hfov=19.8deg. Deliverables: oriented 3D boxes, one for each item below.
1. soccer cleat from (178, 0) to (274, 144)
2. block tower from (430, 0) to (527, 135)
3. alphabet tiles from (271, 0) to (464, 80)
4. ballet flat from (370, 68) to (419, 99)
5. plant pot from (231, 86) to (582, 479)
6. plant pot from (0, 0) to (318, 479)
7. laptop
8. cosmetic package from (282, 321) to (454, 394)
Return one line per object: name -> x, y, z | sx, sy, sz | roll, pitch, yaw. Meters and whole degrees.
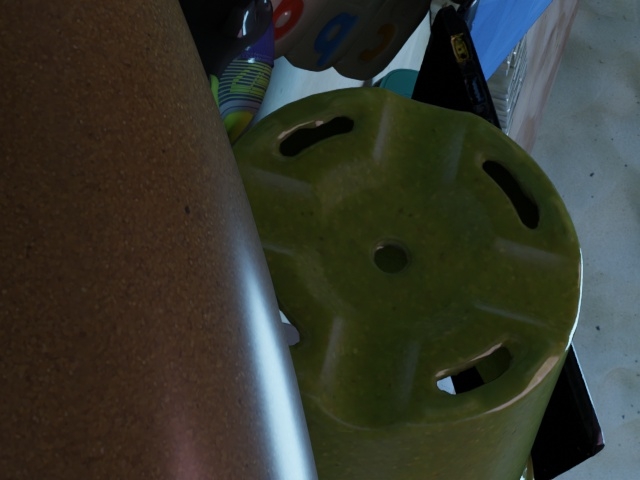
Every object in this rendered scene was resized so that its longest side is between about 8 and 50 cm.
soccer cleat -> -0.090, -0.038, 0.894 | 0.289, 0.093, 0.121 | -61, 165, -54
block tower -> 0.183, -0.227, 2.082 | 0.335, 0.091, 0.097 | 78, 29, -69
alphabet tiles -> 0.068, -0.211, 1.055 | 0.278, 0.021, 0.284 | -52, 156, 18
ballet flat -> 0.050, -0.019, 1.648 | 0.106, 0.108, 0.316 | 107, 6, -49
plant pot -> 0.012, 0.063, 0.932 | 0.254, 0.276, 0.276 | 112, 0, -57
plant pot -> -0.110, 0.030, 0.606 | 0.237, 0.237, 0.254 | -28, 117, -76
laptop -> 0.182, -0.066, 1.204 | 0.382, 0.236, 0.407 | 98, -24, -77
cosmetic package -> 0.018, 0.181, 1.606 | 0.151, 0.151, 0.183 | 33, 73, -78
